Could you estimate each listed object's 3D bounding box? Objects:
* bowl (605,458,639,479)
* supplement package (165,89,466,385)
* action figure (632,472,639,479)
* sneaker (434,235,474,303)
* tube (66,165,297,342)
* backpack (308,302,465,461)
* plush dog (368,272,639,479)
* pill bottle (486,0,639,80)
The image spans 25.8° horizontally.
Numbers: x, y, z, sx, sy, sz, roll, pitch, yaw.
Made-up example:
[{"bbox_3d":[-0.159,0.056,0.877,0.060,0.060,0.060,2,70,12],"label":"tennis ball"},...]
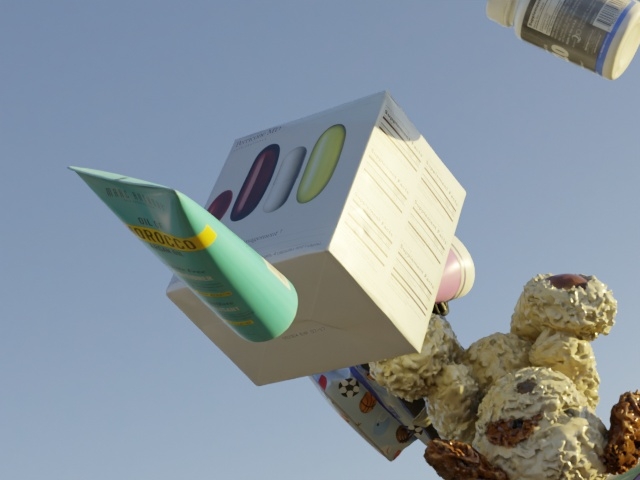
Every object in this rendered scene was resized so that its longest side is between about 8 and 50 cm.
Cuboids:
[{"bbox_3d":[0.389,0.383,1.399,0.311,0.311,0.163,-19,-40,15],"label":"bowl"},{"bbox_3d":[0.000,0.000,1.297,0.194,0.203,0.149,-15,-51,36],"label":"supplement package"},{"bbox_3d":[0.202,0.224,0.976,0.370,0.275,0.248,-29,10,-31],"label":"action figure"},{"bbox_3d":[0.028,-0.014,1.605,0.161,0.282,0.102,-14,-53,-41],"label":"sneaker"},{"bbox_3d":[-0.078,0.005,0.899,0.080,0.052,0.207,7,-22,28],"label":"tube"},{"bbox_3d":[0.083,0.131,1.791,0.213,0.263,0.276,-31,-50,4],"label":"backpack"},{"bbox_3d":[0.199,0.179,1.389,0.262,0.225,0.210,-15,-60,-4],"label":"plush dog"},{"bbox_3d":[0.231,-0.212,1.314,0.078,0.137,0.078,-50,-23,-30],"label":"pill bottle"}]
